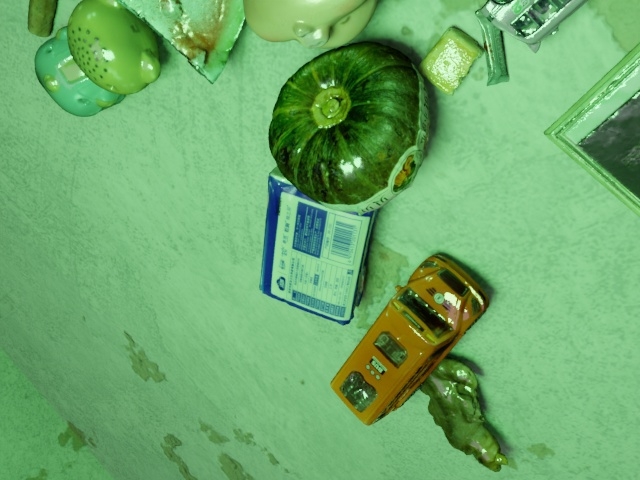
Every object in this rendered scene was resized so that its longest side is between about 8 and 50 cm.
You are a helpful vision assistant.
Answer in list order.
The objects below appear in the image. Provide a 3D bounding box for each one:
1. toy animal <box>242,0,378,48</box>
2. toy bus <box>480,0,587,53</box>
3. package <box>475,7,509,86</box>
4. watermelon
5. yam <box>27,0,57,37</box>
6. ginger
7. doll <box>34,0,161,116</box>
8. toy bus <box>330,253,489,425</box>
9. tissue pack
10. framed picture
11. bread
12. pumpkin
[{"bbox_3d":[-0.033,-0.421,0.733,0.236,0.269,0.327,-13,80,34],"label":"toy animal"},{"bbox_3d":[0.301,-0.337,0.667,0.108,0.096,0.199,43,127,-7],"label":"toy bus"},{"bbox_3d":[0.248,-0.278,0.778,0.037,0.015,0.110,-16,112,3],"label":"package"},{"bbox_3d":[-0.232,-0.420,0.835,0.289,0.213,0.320,-35,85,42],"label":"watermelon"},{"bbox_3d":[-0.538,-0.507,1.066,0.056,0.057,0.241,41,133,1],"label":"yam"},{"bbox_3d":[0.272,0.325,1.106,0.166,0.080,0.333,-19,100,46],"label":"ginger"},{"bbox_3d":[-0.415,-0.347,1.024,0.260,0.161,0.177,-13,110,37],"label":"doll"},{"bbox_3d":[0.155,0.186,0.997,0.143,0.153,0.329,45,124,21],"label":"toy bus"},{"bbox_3d":[0.000,0.000,1.025,0.209,0.137,0.270,19,123,19],"label":"tissue pack"},{"bbox_3d":[0.488,-0.169,0.714,0.231,0.018,0.293,41,130,1],"label":"framed picture"},{"bbox_3d":[0.193,-0.269,0.809,0.070,0.035,0.083,37,123,4],"label":"bread"},{"bbox_3d":[0.047,-0.171,0.851,0.260,0.189,0.261,-5,77,21],"label":"pumpkin"}]
